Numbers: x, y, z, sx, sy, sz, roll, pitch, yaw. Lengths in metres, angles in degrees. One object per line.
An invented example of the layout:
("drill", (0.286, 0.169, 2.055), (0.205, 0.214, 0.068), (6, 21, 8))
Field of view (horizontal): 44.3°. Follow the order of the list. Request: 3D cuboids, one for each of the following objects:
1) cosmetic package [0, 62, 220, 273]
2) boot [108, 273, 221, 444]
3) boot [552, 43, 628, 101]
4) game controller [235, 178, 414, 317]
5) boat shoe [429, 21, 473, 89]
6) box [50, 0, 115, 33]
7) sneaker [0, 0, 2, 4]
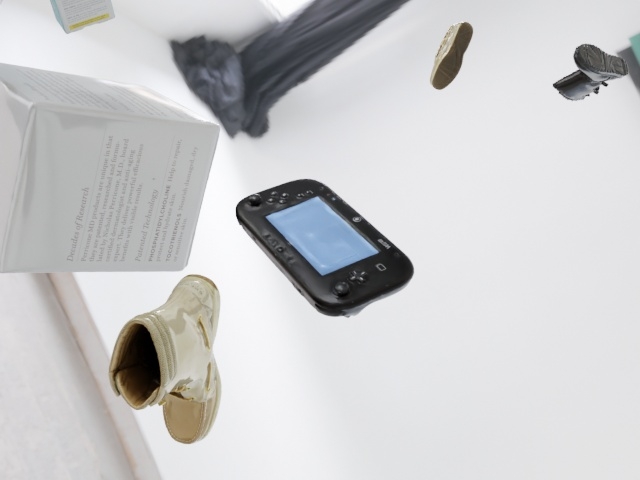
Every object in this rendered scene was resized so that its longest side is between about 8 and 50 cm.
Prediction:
("cosmetic package", (-0.479, -0.145, 1.586), (0.394, 0.327, 0.329), (1, 23, -42))
("boot", (-0.210, 0.197, 1.086), (0.203, 0.095, 0.261), (-45, 144, -69))
("boot", (0.408, -0.260, 1.231), (0.121, 0.099, 0.045), (6, 72, -33))
("game controller", (0.000, 0.000, 1.211), (0.319, 0.167, 0.067), (45, -24, 43))
("boat shoe", (0.243, -0.349, 1.491), (0.050, 0.135, 0.045), (26, 4, -31))
("box", (-0.446, -0.497, 1.390), (0.060, 0.101, 0.244), (49, -25, 36))
("sneaker", (-0.581, -0.429, 1.234), (0.114, 0.152, 0.305), (59, 14, 2))
